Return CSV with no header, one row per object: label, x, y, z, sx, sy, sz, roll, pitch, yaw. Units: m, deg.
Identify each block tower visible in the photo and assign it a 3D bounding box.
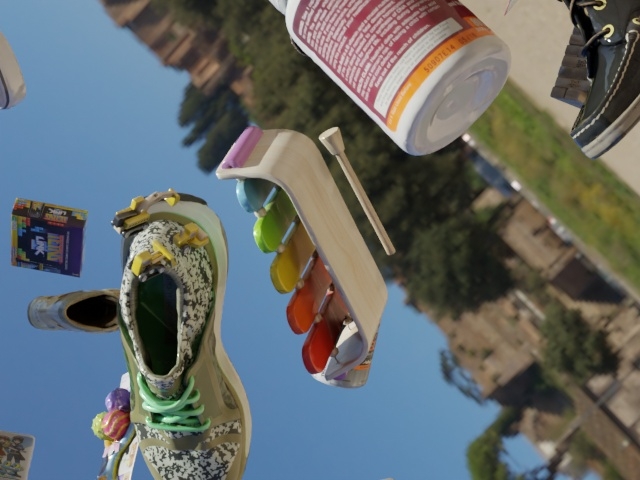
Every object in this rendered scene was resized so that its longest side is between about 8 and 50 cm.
block tower,0.460,-0.361,1.827,0.097,0.336,0.091,14,-176,-36

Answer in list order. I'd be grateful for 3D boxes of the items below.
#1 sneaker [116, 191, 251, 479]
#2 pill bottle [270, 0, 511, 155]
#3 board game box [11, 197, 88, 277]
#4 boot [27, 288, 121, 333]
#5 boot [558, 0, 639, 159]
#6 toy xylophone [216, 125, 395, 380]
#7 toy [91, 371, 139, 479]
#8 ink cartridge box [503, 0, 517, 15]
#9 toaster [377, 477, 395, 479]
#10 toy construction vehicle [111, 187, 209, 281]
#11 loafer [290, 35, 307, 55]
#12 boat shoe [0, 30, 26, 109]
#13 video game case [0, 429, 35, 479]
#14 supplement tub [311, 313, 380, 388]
sneaker,-0.184,0.159,1.437,0.182,0.158,0.410,-63,-33,-72
pill bottle,0.090,-0.339,1.882,0.392,0.224,0.224,47,-170,20
board game box,-0.534,-0.003,2.369,0.141,0.170,0.048,11,-128,-5
boot,-0.354,0.116,1.989,0.213,0.077,0.165,0,176,-35
boot,0.316,-0.307,1.480,0.284,0.377,0.138,34,155,-7
toy xylophone,0.000,0.000,1.459,0.323,0.081,0.236,67,-155,-15
toy,-0.331,0.304,1.933,0.056,0.137,0.237,23,-121,-29
ink cartridge box,0.394,-0.611,2.130,0.091,0.308,0.385,36,170,13
toaster,0.115,0.557,2.272,0.186,0.110,0.168,70,-166,-57
toy construction vehicle,-0.169,-0.011,1.247,0.098,0.035,0.086,-25,-123,-35
loafer,0.073,-0.450,2.507,0.134,0.366,0.130,57,-136,-29
boat shoe,-0.427,-0.241,1.293,0.096,0.088,0.267,-16,113,52
video game case,-0.613,0.356,1.819,0.329,0.036,0.300,11,-160,-11
supplement tub,0.052,0.182,2.344,0.117,0.190,0.117,11,-169,-2
